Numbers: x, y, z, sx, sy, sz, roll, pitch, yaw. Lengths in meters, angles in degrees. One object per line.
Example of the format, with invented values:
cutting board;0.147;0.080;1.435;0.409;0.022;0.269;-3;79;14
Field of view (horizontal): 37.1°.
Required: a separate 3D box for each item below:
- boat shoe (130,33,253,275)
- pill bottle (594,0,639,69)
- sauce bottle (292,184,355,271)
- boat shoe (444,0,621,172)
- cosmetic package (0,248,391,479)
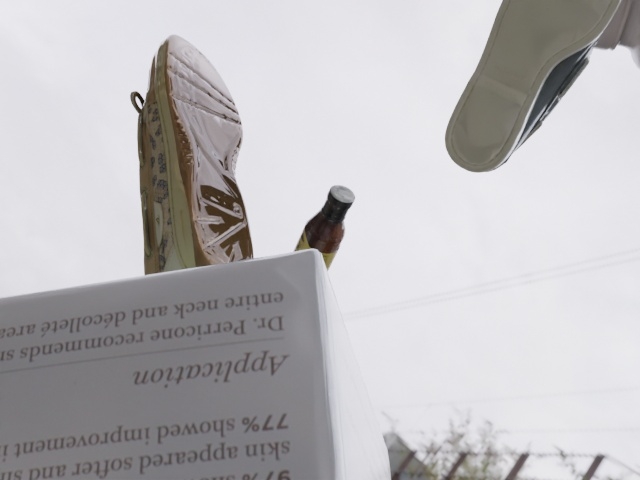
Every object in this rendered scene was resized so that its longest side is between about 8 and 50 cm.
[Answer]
boat shoe;-0.131;-0.070;0.872;0.089;0.285;0.104;-30;-41;27
pill bottle;0.598;-0.334;1.383;0.408;0.229;0.229;12;-36;8
sauce bottle;0.000;0.000;0.934;0.042;0.042;0.128;36;-52;13
boat shoe;0.256;-0.223;1.117;0.116;0.099;0.319;35;-74;16
cosmetic package;-0.117;0.270;0.615;0.330;0.393;0.327;-8;-35;7
